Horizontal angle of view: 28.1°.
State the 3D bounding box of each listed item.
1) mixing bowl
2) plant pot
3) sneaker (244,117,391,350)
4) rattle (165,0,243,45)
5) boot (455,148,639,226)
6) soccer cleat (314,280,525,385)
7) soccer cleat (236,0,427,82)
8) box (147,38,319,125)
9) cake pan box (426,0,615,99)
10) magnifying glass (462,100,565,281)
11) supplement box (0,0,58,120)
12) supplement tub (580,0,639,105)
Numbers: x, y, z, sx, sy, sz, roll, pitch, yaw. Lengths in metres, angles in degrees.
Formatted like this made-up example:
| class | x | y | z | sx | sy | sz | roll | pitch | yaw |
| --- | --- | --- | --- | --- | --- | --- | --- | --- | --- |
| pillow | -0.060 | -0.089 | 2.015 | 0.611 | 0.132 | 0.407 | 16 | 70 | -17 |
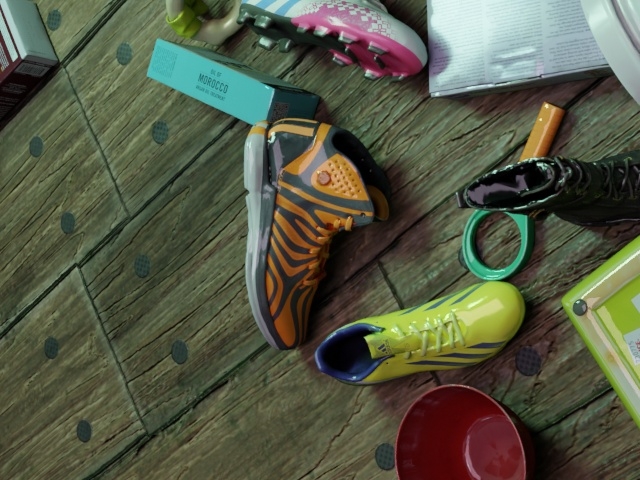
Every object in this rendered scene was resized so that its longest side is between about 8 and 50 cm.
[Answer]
| class | x | y | z | sx | sy | sz | roll | pitch | yaw |
| --- | --- | --- | --- | --- | --- | --- | --- | --- | --- |
| mixing bowl | 0.190 | 0.262 | 1.544 | 0.181 | 0.098 | 0.181 | -2 | 86 | 38 |
| plant pot | 0.401 | 0.084 | 1.318 | 0.227 | 0.207 | 0.228 | -42 | 63 | 30 |
| sneaker | 0.000 | 0.000 | 1.688 | 0.180 | 0.124 | 0.321 | 3 | 111 | 16 |
| rattle | -0.144 | -0.392 | 1.842 | 0.143 | 0.130 | 0.200 | -82 | 18 | -57 |
| boot | 0.307 | -0.061 | 1.381 | 0.263 | 0.229 | 0.091 | -17 | 78 | 37 |
| soccer cleat | 0.120 | 0.122 | 1.589 | 0.289 | 0.121 | 0.093 | -21 | 75 | 35 |
| soccer cleat | 0.024 | -0.308 | 1.674 | 0.331 | 0.116 | 0.143 | 23 | 77 | 42 |
| box | -0.126 | -0.218 | 1.810 | 0.244 | 0.100 | 0.060 | 28 | 106 | 36 |
| cake pan box | 0.242 | -0.306 | 1.546 | 0.267 | 0.070 | 0.246 | -7 | 82 | 38 |
| magnifying glass | 0.241 | -0.058 | 1.563 | 0.092 | 0.026 | 0.231 | 32 | 107 | 35 |
| supplement box | -0.557 | -0.288 | 2.168 | 0.239 | 0.073 | 0.130 | -37 | 66 | 30 |
| supplement tub | 0.451 | -0.275 | 1.269 | 0.331 | 0.241 | 0.241 | -33 | 69 | 32 |
